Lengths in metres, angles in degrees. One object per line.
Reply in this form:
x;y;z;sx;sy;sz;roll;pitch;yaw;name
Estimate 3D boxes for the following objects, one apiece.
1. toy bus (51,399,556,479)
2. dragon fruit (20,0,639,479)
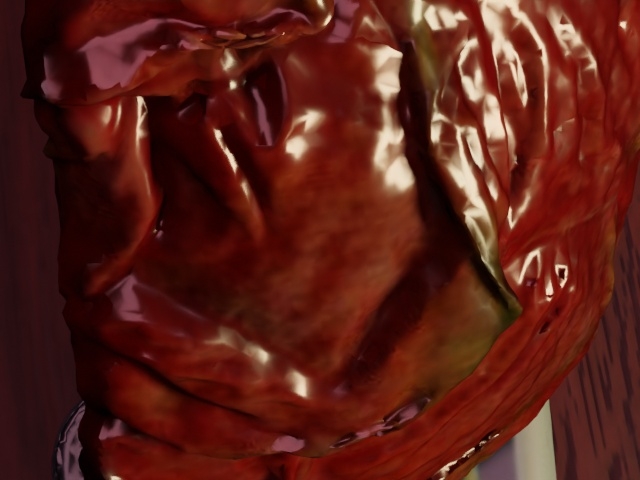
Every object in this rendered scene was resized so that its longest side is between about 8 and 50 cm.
0.000;0.000;0.767;0.249;0.209;0.440;-3;73;-1;toy bus
-0.033;-0.020;0.535;0.240;0.330;0.302;22;76;26;dragon fruit
